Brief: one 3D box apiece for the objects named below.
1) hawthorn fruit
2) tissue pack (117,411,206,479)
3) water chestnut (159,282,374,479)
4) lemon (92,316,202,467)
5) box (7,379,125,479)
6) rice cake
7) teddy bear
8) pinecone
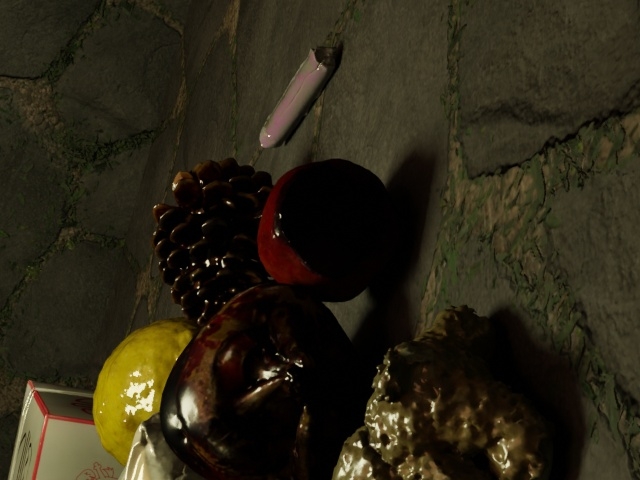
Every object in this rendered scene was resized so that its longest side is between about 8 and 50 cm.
[{"bbox_3d":[0.000,0.000,1.578,0.251,0.189,0.189,125,151,-55],"label":"hawthorn fruit"},{"bbox_3d":[-0.204,0.473,1.747,0.390,0.195,0.375,62,148,25],"label":"tissue pack"},{"bbox_3d":[-0.054,0.197,1.505,0.244,0.289,0.289,-6,68,36],"label":"water chestnut"},{"bbox_3d":[-0.234,0.263,1.965,0.316,0.285,0.285,7,84,49],"label":"lemon"},{"bbox_3d":[-0.439,0.470,2.335,0.300,0.312,0.314,-168,90,-70],"label":"box"},{"bbox_3d":[-0.040,-0.243,2.049,0.270,0.055,0.049,131,142,-51],"label":"rice cake"},{"bbox_3d":[0.098,0.215,1.187,0.267,0.156,0.256,-118,42,-61],"label":"teddy bear"},{"bbox_3d":[-0.151,0.015,1.913,0.292,0.246,0.246,-100,29,-50],"label":"pinecone"}]
